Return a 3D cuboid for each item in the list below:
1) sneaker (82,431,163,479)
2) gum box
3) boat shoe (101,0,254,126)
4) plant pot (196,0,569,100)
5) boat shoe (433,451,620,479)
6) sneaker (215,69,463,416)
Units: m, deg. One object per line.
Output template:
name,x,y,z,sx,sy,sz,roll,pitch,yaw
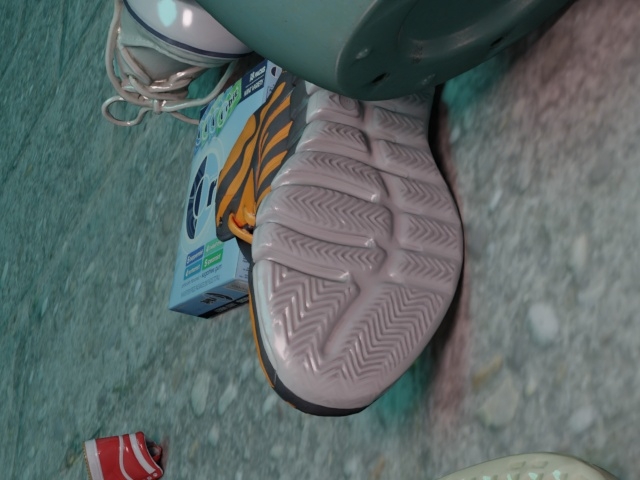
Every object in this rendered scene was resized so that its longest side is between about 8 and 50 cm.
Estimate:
sneaker,-0.168,0.219,1.241,0.042,0.067,0.118,-116,15,-54
gum box,-0.069,-0.039,1.148,0.157,0.041,0.184,-24,54,63
boat shoe,-0.146,-0.172,1.289,0.367,0.136,0.156,-132,59,-67
plant pot,0.027,-0.216,0.717,0.235,0.293,0.293,59,140,16
boat shoe,0.003,0.303,0.644,0.500,0.156,0.187,-56,22,16
sneaker,0.000,0.000,0.891,0.180,0.124,0.321,124,162,-47
